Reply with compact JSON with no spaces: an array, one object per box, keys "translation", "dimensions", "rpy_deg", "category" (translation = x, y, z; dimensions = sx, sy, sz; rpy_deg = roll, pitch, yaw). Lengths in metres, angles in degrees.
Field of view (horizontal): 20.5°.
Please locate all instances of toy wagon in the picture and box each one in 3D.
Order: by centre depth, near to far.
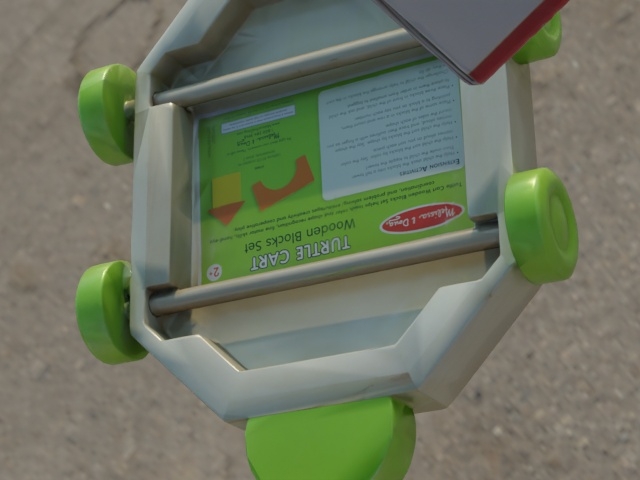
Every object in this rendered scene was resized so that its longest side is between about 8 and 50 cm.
[{"translation":[0.000,0.000,0.907],"dimensions":[0.267,0.068,0.344],"rpy_deg":[-12,67,25],"category":"toy wagon"}]

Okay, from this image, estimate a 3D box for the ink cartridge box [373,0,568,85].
[{"translation":[0.086,-0.143,0.495],"dimensions":[0.127,0.072,0.175],"rpy_deg":[-45,6,49],"category":"ink cartridge box"}]
